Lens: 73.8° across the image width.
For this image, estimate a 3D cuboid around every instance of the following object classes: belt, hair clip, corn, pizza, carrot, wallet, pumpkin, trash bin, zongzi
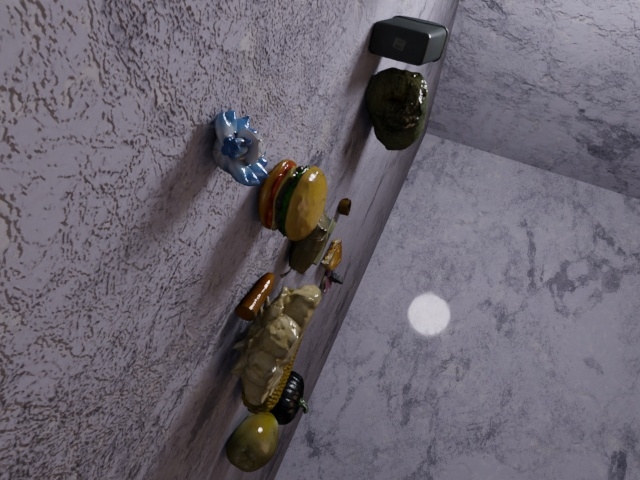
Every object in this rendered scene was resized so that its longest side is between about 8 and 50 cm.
[{"bbox_3d":[0.088,-0.122,1.539,0.083,0.036,0.059,48,58,-76],"label":"belt"},{"bbox_3d":[0.048,0.155,1.799,0.187,0.056,0.146,28,80,-66],"label":"hair clip"},{"bbox_3d":[-0.120,0.308,1.197,0.120,0.120,0.363,57,55,-74],"label":"corn"},{"bbox_3d":[0.048,0.053,1.630,0.178,0.041,0.130,-31,135,-63],"label":"pizza"},{"bbox_3d":[-0.139,0.120,0.974,0.139,0.048,0.048,-58,164,-46],"label":"carrot"},{"bbox_3d":[0.000,0.000,1.365,0.110,0.039,0.155,60,52,-78],"label":"wallet"},{"bbox_3d":[-0.127,0.569,1.551,0.194,0.150,0.194,-179,-90,-75],"label":"pumpkin"},{"bbox_3d":[0.251,-0.561,1.195,0.236,0.177,0.101,-45,154,-51],"label":"trash bin"},{"bbox_3d":[-0.033,0.008,1.187,0.178,0.081,0.189,-62,175,-71],"label":"zongzi"}]

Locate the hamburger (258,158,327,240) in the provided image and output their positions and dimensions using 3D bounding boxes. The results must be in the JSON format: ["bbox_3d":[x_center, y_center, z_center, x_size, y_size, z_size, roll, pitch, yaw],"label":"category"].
[{"bbox_3d":[-0.054,-0.080,0.842,0.162,0.115,0.162,19,90,-77],"label":"hamburger"}]

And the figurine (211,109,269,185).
[{"bbox_3d":[-0.109,-0.131,0.616,0.114,0.079,0.114,40,37,-39],"label":"figurine"}]

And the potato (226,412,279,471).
[{"bbox_3d":[-0.204,0.611,1.325,0.194,0.157,0.157,-71,179,-74],"label":"potato"}]

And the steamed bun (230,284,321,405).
[{"bbox_3d":[-0.110,0.220,1.015,0.292,0.137,0.295,-50,164,-53],"label":"steamed bun"}]

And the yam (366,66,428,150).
[{"bbox_3d":[0.253,-0.426,1.388,0.300,0.195,0.195,27,85,-77],"label":"yam"}]
